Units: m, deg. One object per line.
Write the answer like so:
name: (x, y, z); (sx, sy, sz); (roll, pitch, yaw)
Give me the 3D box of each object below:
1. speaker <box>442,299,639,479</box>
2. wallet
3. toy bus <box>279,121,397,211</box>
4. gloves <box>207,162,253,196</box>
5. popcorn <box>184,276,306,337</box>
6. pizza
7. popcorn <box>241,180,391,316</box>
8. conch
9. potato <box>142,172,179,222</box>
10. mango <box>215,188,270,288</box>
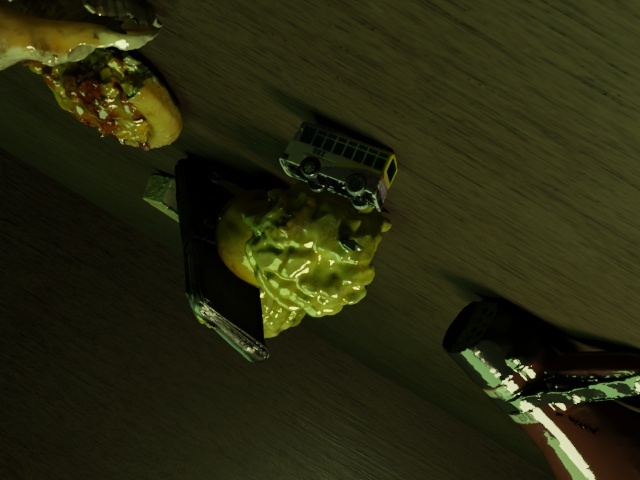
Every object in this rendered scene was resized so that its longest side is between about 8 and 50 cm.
speaker: (0.317, 0.225, 1.098); (0.329, 0.198, 0.259); (44, 179, -21)
wallet: (-0.146, 0.013, 1.282); (0.172, 0.045, 0.318); (46, -158, -40)
toy bus: (0.018, -0.073, 0.834); (0.102, 0.058, 0.052); (23, 167, 16)
gloves: (-0.134, -0.085, 1.305); (0.086, 0.026, 0.064); (31, 169, 30)
popcorn: (-0.117, 0.069, 1.534); (0.236, 0.206, 0.251); (11, 174, 22)
pizza: (-0.279, -0.184, 1.086); (0.228, 0.081, 0.289); (33, 171, -11)
popcorn: (-0.002, 0.003, 1.017); (0.173, 0.174, 0.142); (28, -169, 15)
conch: (-0.245, -0.201, 0.736); (0.245, 0.163, 0.178); (3, -157, -31)
potato: (-0.266, -0.072, 1.650); (0.086, 0.061, 0.122); (17, 164, 44)
mango: (-0.044, 0.018, 1.241); (0.167, 0.130, 0.262); (36, -179, 27)
